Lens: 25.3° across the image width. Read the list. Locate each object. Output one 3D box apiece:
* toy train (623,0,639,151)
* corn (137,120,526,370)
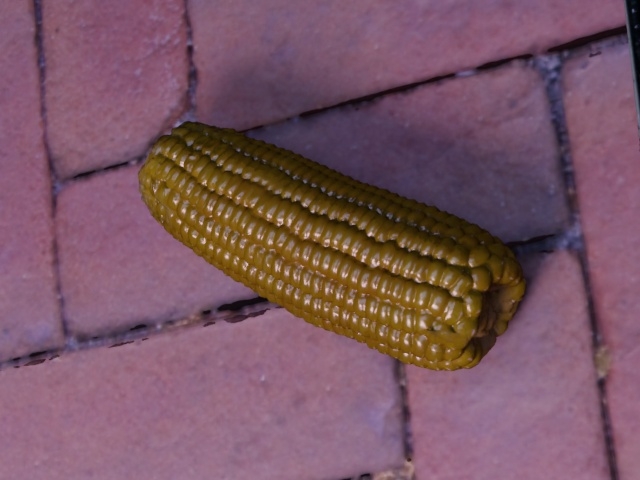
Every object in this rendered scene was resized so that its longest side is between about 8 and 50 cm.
[{"bbox_3d":[0.284,-0.197,1.119,0.086,0.088,0.407,-8,76,21],"label":"toy train"},{"bbox_3d":[0.000,0.000,1.185,0.344,0.131,0.131,25,90,28],"label":"corn"}]
